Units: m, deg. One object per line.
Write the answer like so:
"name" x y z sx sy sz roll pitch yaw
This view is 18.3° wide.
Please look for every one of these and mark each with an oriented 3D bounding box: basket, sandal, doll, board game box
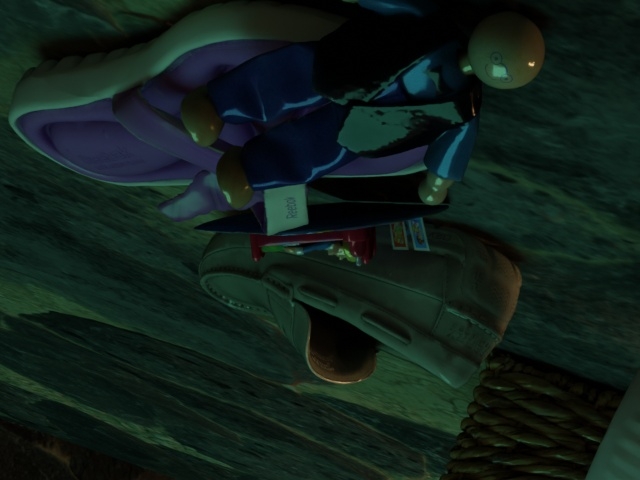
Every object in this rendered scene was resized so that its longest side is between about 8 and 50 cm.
"basket" 0.206 0.257 1.730 0.213 0.223 0.299 19 165 10
"sandal" -0.060 -0.051 1.196 0.169 0.102 0.416 27 164 -28
"doll" 0.028 -0.071 0.992 0.189 0.046 0.129 -19 109 29
"board game box" 0.000 0.000 1.307 0.133 0.033 0.169 -11 -172 -36

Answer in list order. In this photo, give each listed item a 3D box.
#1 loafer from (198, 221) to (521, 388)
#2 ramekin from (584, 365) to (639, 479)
"loafer" 0.009 0.046 1.444 0.112 0.111 0.319 31 164 -33
"ramekin" 0.242 0.126 1.223 0.109 0.207 0.207 27 168 16
